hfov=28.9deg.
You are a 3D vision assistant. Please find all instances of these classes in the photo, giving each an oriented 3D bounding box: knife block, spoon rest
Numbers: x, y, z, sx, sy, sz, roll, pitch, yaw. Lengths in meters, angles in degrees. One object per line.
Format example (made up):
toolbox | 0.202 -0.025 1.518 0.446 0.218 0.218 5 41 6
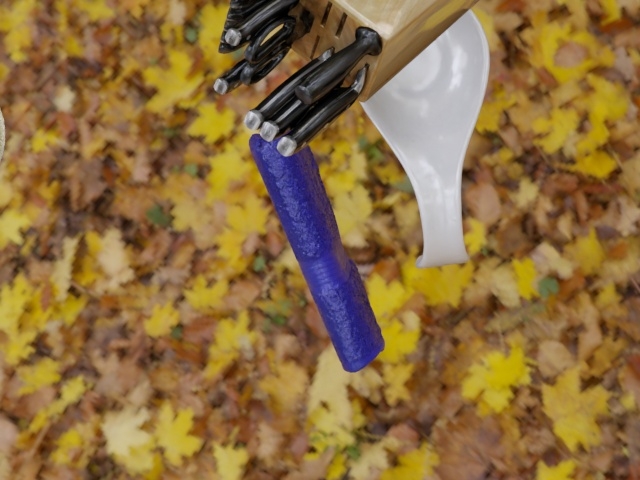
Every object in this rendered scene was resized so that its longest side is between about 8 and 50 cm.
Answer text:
knife block | 0.048 -0.179 1.043 0.275 0.088 0.242 2 59 -15
spoon rest | 0.105 -0.107 1.205 0.137 0.084 0.276 -9 96 1

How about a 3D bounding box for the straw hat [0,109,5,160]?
straw hat | -0.372 -0.096 1.163 0.144 0.061 0.145 2 101 12

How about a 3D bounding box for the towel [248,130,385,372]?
towel | 0.000 0.000 1.570 0.076 0.308 0.227 -23 9 -2
